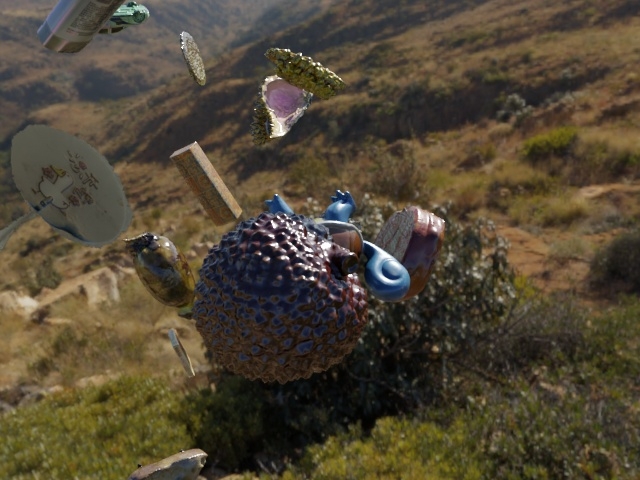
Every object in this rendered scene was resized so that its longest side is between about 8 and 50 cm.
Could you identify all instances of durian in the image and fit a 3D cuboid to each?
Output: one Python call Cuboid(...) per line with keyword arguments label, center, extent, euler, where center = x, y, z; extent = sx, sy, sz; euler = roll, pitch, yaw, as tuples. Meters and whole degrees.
Cuboid(label="durian", center=(-0.169, -0.432, 2.206), extent=(0.186, 0.196, 0.305), euler=(29, 60, -15))

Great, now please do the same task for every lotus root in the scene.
Cuboid(label="lotus root", center=(-0.406, 0.631, 1.570), extent=(0.074, 0.170, 0.260), euler=(12, 74, 51))
Cuboid(label="lotus root", center=(-0.449, 0.096, 1.857), extent=(0.141, 0.314, 0.169), euler=(-31, 18, -4))

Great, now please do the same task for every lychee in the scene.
Cuboid(label="lychee", center=(-0.071, 0.099, 1.100), extent=(0.330, 0.306, 0.306), euler=(-34, 23, 21))

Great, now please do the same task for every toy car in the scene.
Cuboid(label="toy car", center=(-0.629, -0.665, 1.903), extent=(0.224, 0.076, 0.090), euler=(-12, 41, -24))

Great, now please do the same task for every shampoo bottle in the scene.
Cuboid(label="shampoo bottle", center=(-0.365, -0.382, 1.015), extent=(0.227, 0.055, 0.086), euler=(-27, -6, 39))

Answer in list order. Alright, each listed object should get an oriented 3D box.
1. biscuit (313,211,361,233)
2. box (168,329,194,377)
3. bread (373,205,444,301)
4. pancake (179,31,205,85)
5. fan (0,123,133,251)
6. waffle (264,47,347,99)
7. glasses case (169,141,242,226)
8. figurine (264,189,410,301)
Cuboid(label="biscuit", center=(0.000, 0.000, 1.738), extent=(0.252, 0.106, 0.070), euler=(-30, 41, 45))
Cuboid(label="box", center=(-0.291, 0.237, 1.327), extent=(0.015, 0.093, 0.058), euler=(-24, 33, -10))
Cuboid(label="bread", center=(0.253, 0.045, 1.939), extent=(0.114, 0.295, 0.328), euler=(24, -6, -13))
Cuboid(label="pancake", center=(-0.260, -0.370, 1.297), extent=(0.011, 0.114, 0.115), euler=(-16, 29, 11))
Cuboid(label="fan", center=(-0.480, -0.063, 1.100), extent=(0.415, 0.233, 0.012), euler=(-21, 21, 36))
Cuboid(label="waffle", center=(-0.046, -0.417, 1.594), extent=(0.197, 0.070, 0.193), euler=(28, 7, 23))
Cuboid(label="glasses case", center=(-0.291, -0.139, 1.617), extent=(0.075, 0.218, 0.049), euler=(-19, 26, 27))
Cuboid(label="figurine", center=(-0.018, 0.045, 1.415), extent=(0.417, 0.298, 0.242), euler=(-1, 54, -15))
